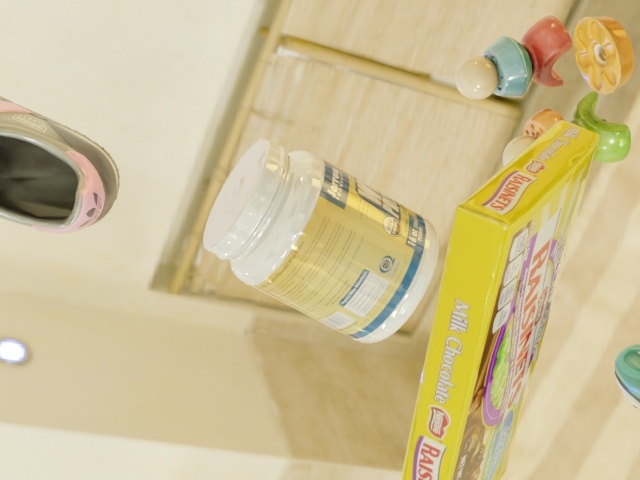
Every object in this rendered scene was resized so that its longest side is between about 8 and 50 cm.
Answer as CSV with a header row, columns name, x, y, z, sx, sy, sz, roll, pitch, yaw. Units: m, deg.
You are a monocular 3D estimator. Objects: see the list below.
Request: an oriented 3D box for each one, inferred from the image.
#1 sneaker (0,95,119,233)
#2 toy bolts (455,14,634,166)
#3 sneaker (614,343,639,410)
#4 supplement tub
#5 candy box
name,x,y,z,sx,sy,sz,roll,pitch,yaw
sneaker,-0.336,-0.093,0.959,0.131,0.319,0.112,-116,45,-76
toy bolts,0.284,-0.207,1.409,0.218,0.159,0.228,84,160,-48
sneaker,0.457,0.171,1.294,0.107,0.110,0.275,-37,22,-13
supplement tub,0.000,0.000,1.058,0.144,0.200,0.144,-50,22,29
candy box,0.077,0.055,0.492,0.105,0.027,0.205,-40,-35,-49
